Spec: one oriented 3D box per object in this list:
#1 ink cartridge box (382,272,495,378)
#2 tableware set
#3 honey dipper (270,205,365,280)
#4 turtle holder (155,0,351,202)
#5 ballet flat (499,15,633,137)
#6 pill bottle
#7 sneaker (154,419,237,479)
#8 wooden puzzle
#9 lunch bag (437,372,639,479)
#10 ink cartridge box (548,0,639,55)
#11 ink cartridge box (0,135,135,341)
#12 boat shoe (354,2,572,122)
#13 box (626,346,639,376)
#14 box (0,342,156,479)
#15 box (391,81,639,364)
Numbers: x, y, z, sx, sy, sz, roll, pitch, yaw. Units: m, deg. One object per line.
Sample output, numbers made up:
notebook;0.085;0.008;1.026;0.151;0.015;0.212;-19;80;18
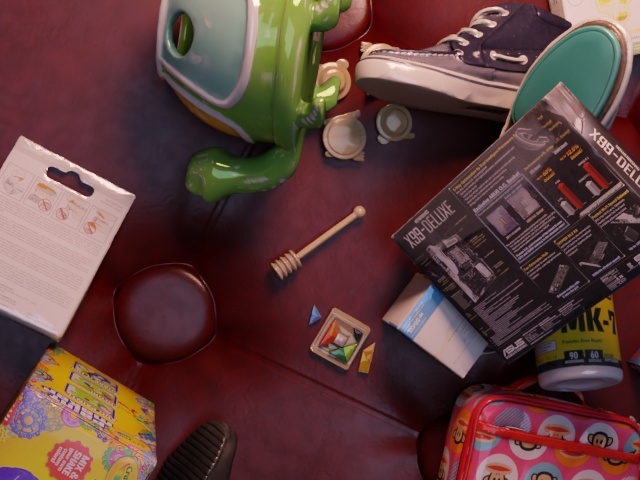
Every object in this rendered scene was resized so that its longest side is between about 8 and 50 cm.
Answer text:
ink cartridge box;0.180;0.128;1.306;0.143;0.092;0.090;38;87;-11
tableware set;0.061;-0.200;1.299;0.141;0.020;0.169;-13;94;-11
honey dipper;0.000;0.000;1.295;0.160;0.030;0.030;-36;99;-8
turtle holder;-0.090;-0.232;1.182;0.227;0.243;0.320;10;132;3
ballet flat;0.317;-0.129;1.233;0.139;0.139;0.400;16;125;-12
pill bottle;0.364;0.106;1.301;0.119;0.119;0.209;2;69;-11
sneaker;-0.173;0.415;1.256;0.146;0.122;0.331;25;87;-30
wooden puzzle;0.031;0.145;1.318;0.116;0.014;0.079;23;89;-11
lunch bag;0.331;0.328;1.343;0.293;0.120;0.258;13;87;-13
ink cartridge box;0.424;-0.388;1.342;0.171;0.056;0.235;-14;98;-9
ink cartridge box;-0.383;-0.001;1.219;0.181;0.056;0.225;28;69;-11
boat shoe;0.208;-0.265;1.272;0.340;0.127;0.158;7;87;-25
box;0.594;0.131;1.355;0.233;0.159;0.044;-44;100;-6
box;-0.354;0.315;1.118;0.177;0.279;0.290;34;86;-12
box;0.276;-0.012;1.170;0.242;0.076;0.307;47;128;3
